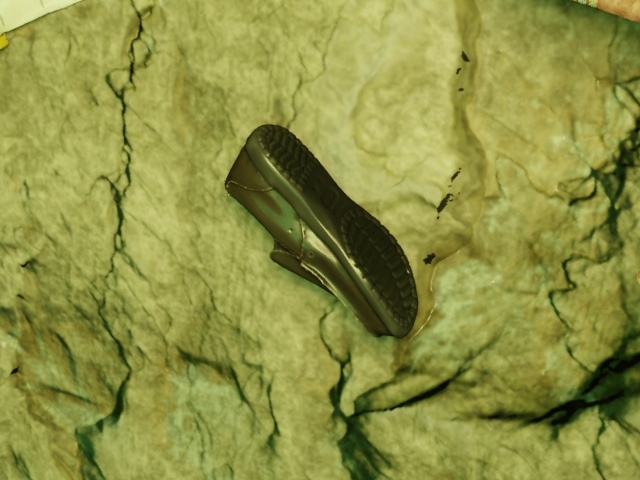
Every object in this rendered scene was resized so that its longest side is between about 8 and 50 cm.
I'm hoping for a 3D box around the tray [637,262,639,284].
[{"bbox_3d":[0.390,0.139,1.075,0.076,0.203,0.411,-31,100,26],"label":"tray"}]

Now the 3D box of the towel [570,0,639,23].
[{"bbox_3d":[0.275,-0.321,0.920,0.271,0.040,0.370,25,103,30],"label":"towel"}]

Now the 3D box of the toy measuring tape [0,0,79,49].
[{"bbox_3d":[-0.317,-0.181,1.197,0.330,0.121,0.121,-17,106,21],"label":"toy measuring tape"}]

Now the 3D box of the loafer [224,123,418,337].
[{"bbox_3d":[0.000,0.000,1.208,0.078,0.080,0.220,-37,93,35],"label":"loafer"}]
